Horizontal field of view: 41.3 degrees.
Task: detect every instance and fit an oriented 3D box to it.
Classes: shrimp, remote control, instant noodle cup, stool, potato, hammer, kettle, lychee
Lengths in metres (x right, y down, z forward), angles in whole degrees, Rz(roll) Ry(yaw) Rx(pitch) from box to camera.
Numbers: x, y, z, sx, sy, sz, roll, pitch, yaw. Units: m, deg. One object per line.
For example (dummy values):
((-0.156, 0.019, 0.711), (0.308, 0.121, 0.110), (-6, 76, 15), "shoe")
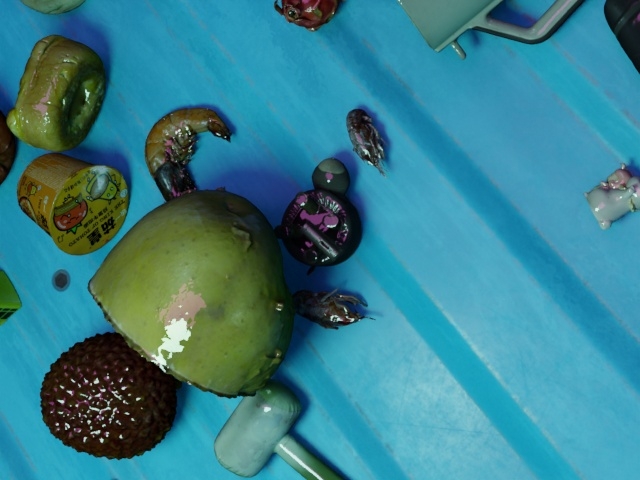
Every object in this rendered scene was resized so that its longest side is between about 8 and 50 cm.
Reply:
((-0.277, -0.163, 1.871), (0.222, 0.054, 0.290), (-25, 73, 19), "shrimp")
((0.000, 0.000, 1.618), (0.091, 0.016, 0.034), (42, 107, 12), "remote control")
((-0.567, -0.095, 1.914), (0.172, 0.216, 0.215), (26, 96, 32), "instant noodle cup")
((-0.010, -0.048, 1.706), (0.153, 0.139, 0.228), (-10, 85, 19), "stool")
((-0.198, 0.077, 1.633), (0.319, 0.385, 0.442), (-55, 32, 5), "potato")
((-0.045, 0.444, 1.707), (0.335, 0.119, 0.206), (36, 101, 15), "hammer")
((0.098, -0.194, 1.717), (0.056, 0.065, 0.165), (-38, 75, 49), "shrimp")
((0.322, -0.523, 1.573), (0.377, 0.250, 0.361), (-36, 94, 14), "kettle")
((0.025, 0.140, 1.718), (0.190, 0.075, 0.073), (8, 57, 30), "shrimp")
((-0.437, 0.328, 1.793), (0.276, 0.304, 0.275), (7, 98, 55), "lychee")

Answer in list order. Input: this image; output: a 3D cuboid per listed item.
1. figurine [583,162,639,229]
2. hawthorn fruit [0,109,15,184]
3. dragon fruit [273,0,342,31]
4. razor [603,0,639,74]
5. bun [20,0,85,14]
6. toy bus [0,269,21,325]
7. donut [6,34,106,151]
((0.546, -0.092, 1.508), (0.146, 0.081, 0.098), (-30, 75, 18), "figurine")
((-0.874, -0.223, 2.020), (0.300, 0.275, 0.275), (20, 94, 38), "hawthorn fruit")
((-0.023, -0.496, 1.750), (0.136, 0.166, 0.133), (21, 139, 19), "dragon fruit")
((0.655, -0.327, 1.465), (0.204, 0.113, 0.349), (-32, 75, 15), "razor")
((-0.651, -0.645, 2.036), (0.221, 0.108, 0.221), (-2, 86, 23), "bun")
((-0.840, 0.137, 1.973), (0.150, 0.262, 0.128), (-38, 73, 13), "toy bus")
((-0.590, -0.328, 1.934), (0.128, 0.208, 0.261), (21, 90, 15), "donut")
